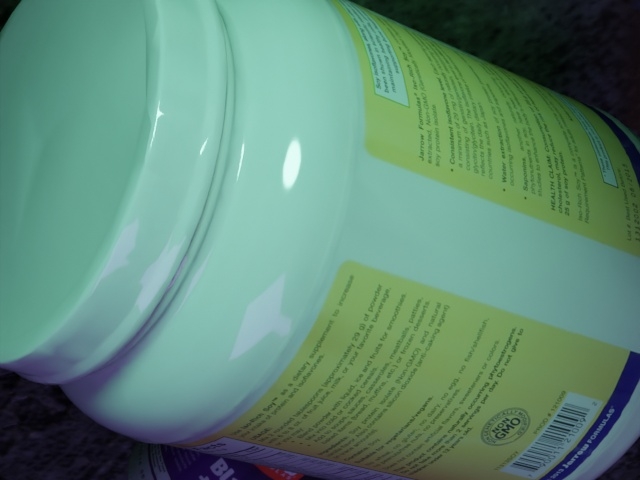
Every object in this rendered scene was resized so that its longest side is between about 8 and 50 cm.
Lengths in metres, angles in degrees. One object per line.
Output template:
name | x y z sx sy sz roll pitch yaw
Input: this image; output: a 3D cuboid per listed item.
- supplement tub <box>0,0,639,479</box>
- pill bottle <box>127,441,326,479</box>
supplement tub | 0.000 0.000 0.826 0.331 0.241 0.241 18 131 -35
pill bottle | -0.033 0.126 1.078 0.108 0.108 0.193 21 129 -37
